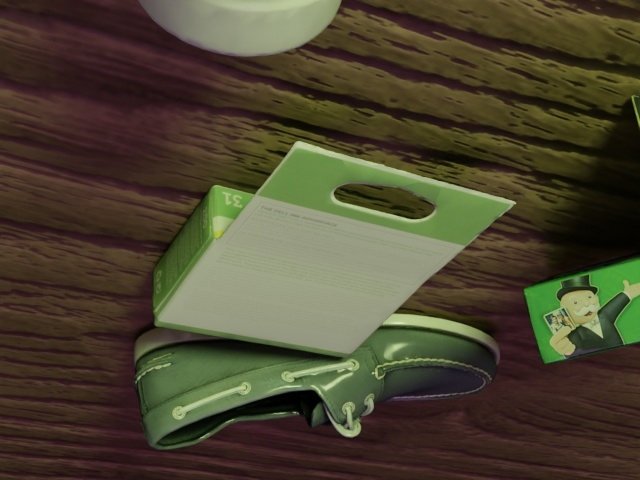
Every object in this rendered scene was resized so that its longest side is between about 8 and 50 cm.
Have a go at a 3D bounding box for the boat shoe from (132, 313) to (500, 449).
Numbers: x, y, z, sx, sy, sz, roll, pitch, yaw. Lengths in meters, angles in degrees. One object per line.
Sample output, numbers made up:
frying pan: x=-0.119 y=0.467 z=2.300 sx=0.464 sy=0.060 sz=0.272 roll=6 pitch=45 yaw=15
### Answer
boat shoe: x=0.001 y=0.130 z=0.957 sx=0.319 sy=0.099 sz=0.116 roll=0 pitch=147 yaw=-8

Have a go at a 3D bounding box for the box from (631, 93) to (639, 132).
box: x=0.319 y=-0.077 z=0.690 sx=0.232 sy=0.087 sz=0.058 roll=-15 pitch=146 yaw=17

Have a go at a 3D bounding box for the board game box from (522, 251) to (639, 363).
board game box: x=0.248 y=0.020 z=0.721 sx=0.213 sy=0.046 sz=0.317 roll=-17 pitch=175 yaw=13

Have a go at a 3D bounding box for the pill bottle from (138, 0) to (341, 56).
pill bottle: x=-0.021 y=-0.186 z=0.435 sx=0.131 sy=0.131 sz=0.229 roll=2 pitch=147 yaw=-10

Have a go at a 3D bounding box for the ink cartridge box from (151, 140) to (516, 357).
ink cartridge box: x=0.000 y=0.000 z=0.798 sx=0.171 sy=0.056 sz=0.235 roll=13 pitch=140 yaw=-26
